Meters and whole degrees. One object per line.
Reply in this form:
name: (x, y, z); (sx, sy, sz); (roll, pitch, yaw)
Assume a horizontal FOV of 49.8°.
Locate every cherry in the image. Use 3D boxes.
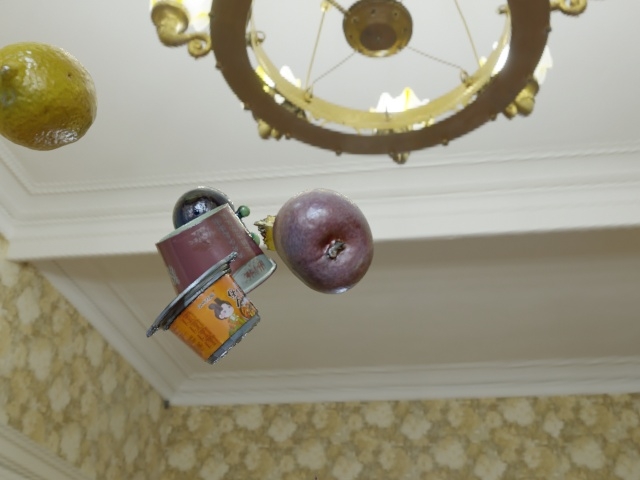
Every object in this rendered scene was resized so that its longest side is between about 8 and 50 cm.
cherry: (0.000, 0.000, 1.659); (0.307, 0.221, 0.261); (3, -55, 60)

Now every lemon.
lemon: (-0.607, -0.310, 1.471); (0.228, 0.229, 0.253); (-13, -12, 22)

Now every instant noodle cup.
instant noodle cup: (-0.235, 0.040, 1.485); (0.234, 0.235, 0.179); (-23, -80, 32)
instant noodle cup: (-0.187, 0.135, 1.209); (0.208, 0.177, 0.125); (-44, -93, 9)

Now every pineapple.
pineapple: (-0.146, -0.032, 1.986); (0.077, 0.114, 0.114); (-7, -17, 34)

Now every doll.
doll: (-0.336, -0.057, 2.134); (0.321, 0.198, 0.186); (26, -23, 38)

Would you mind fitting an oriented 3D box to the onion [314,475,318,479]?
onion: (0.012, 0.614, 1.389); (0.273, 0.285, 0.273); (9, -59, 14)
